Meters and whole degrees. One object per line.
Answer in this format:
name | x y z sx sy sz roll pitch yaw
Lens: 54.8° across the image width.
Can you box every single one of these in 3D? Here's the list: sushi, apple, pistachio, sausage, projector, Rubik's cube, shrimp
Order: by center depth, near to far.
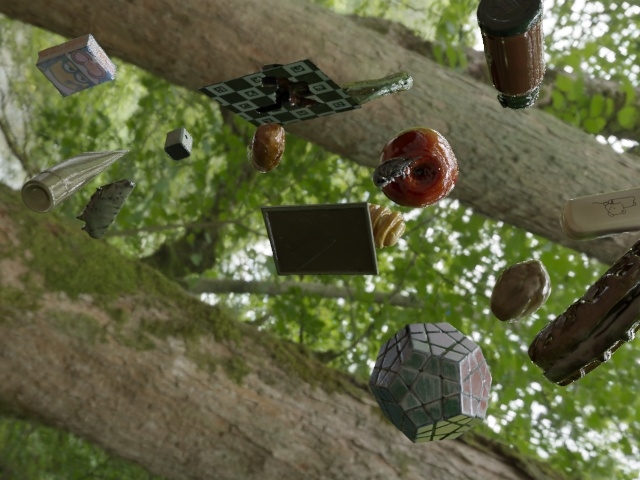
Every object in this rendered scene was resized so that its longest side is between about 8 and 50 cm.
pistachio | 0.433 0.116 1.362 0.126 0.108 0.185 -66 180 -46
sausage | -0.137 -0.217 1.510 0.302 0.076 0.103 -170 -106 -78
Rubik's cube | 0.287 0.369 1.618 0.264 0.319 0.319 -34 -177 -19
shrimp | 0.206 -0.192 1.670 0.165 0.065 0.056 -16 -175 42
sushi | -0.111 -0.437 1.786 0.359 0.343 0.064 -8 -104 26
apple | 0.306 -0.229 1.977 0.216 0.260 0.260 -84 -160 -76
projector | -0.531 -0.358 2.312 0.083 0.083 0.082 -15 -131 16

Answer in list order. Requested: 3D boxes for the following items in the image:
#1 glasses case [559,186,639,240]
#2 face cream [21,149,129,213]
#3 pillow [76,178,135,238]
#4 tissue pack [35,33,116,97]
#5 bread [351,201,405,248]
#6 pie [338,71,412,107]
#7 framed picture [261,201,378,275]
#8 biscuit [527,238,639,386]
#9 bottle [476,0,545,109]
glasses case | 0.572 -0.052 1.206 0.050 0.196 0.083 75 5 -62
face cream | -0.613 -0.171 1.545 0.341 0.137 0.084 -71 157 -63
pillow | -0.578 -0.087 1.632 0.241 0.093 0.051 -44 -128 32
tissue pack | -0.611 -0.437 1.550 0.115 0.155 0.065 58 21 -53
bread | 0.186 -0.068 2.405 0.311 0.121 0.173 12 -123 44
pie | 0.148 -0.476 1.962 0.302 0.302 0.067 -115 -168 -73
framed picture | 0.000 0.000 1.892 0.022 0.335 0.247 -61 144 -56
biscuit | 0.541 0.129 1.156 0.366 0.115 0.268 -49 162 13
bottle | 0.465 -0.447 1.488 0.336 0.144 0.144 52 52 -58
